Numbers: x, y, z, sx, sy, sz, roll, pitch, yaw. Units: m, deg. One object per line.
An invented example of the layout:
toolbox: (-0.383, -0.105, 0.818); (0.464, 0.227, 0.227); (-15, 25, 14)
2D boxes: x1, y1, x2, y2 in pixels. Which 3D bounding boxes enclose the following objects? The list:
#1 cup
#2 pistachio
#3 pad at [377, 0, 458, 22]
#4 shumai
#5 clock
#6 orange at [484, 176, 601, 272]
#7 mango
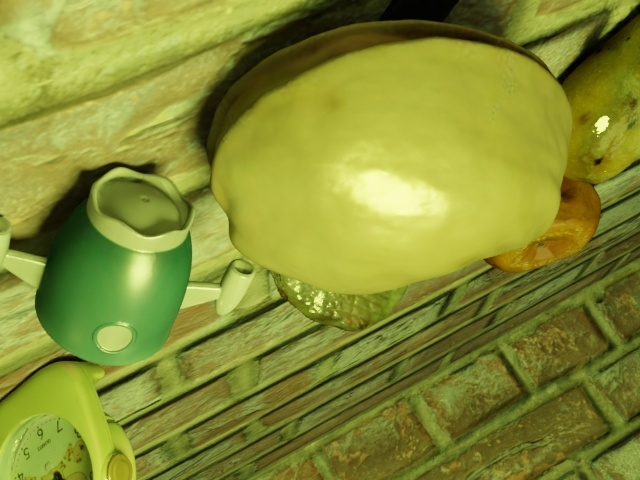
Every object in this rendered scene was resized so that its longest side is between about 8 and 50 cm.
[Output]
cup: (-0.215, 0.020, 0.849); (0.300, 0.167, 0.173); (11, 128, -25)
pistachio: (0.086, -0.086, 0.900); (0.446, 0.281, 0.365); (-1, 137, -21)
pad: (0.129, -0.282, 0.876); (0.112, 0.003, 0.157); (-9, 148, -45)
shumai: (0.000, 0.000, 1.165); (0.222, 0.204, 0.271); (-26, 122, -21)
clock: (-0.371, 0.350, 1.127); (0.235, 0.308, 0.096); (-37, 157, 14)
orange: (0.404, -0.048, 1.502); (0.249, 0.183, 0.249); (-10, 150, -6)
mango: (0.481, -0.244, 1.239); (0.329, 0.176, 0.176); (-61, -177, 14)
